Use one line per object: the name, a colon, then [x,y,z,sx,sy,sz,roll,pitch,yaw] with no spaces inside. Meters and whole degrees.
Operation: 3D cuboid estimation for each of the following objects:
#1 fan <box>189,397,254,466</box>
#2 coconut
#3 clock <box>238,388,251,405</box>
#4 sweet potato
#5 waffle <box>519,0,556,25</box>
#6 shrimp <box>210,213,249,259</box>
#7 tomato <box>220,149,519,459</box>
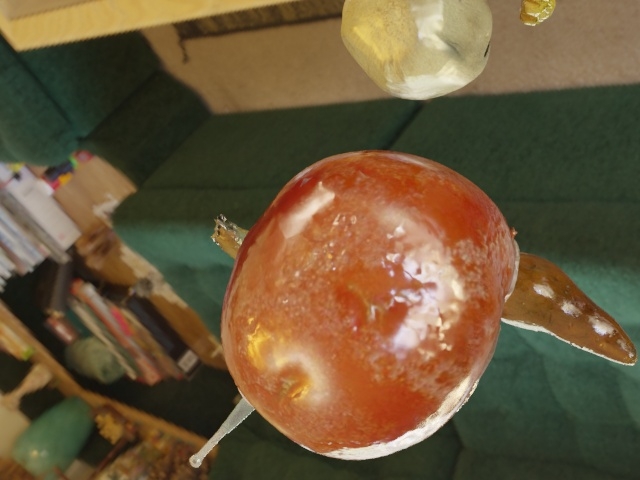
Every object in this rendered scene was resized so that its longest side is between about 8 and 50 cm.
fan: [-0.136,0.290,1.674,0.057,0.282,0.023,44,-177,-8]
coconut: [0.142,-0.298,1.359,0.224,0.224,0.224,30,152,18]
clock: [-0.018,0.102,1.402,0.080,0.275,0.290,-47,-66,-82]
sweet potato: [0.311,0.076,1.433,0.359,0.112,0.112,20,149,14]
waffle: [0.329,-0.424,1.316,0.056,0.249,0.253,15,140,9]
shrimp: [0.009,0.017,1.156,0.287,0.068,0.185,7,149,-7]
tomato: [0.030,0.039,0.697,0.188,0.232,0.232,31,154,-2]
